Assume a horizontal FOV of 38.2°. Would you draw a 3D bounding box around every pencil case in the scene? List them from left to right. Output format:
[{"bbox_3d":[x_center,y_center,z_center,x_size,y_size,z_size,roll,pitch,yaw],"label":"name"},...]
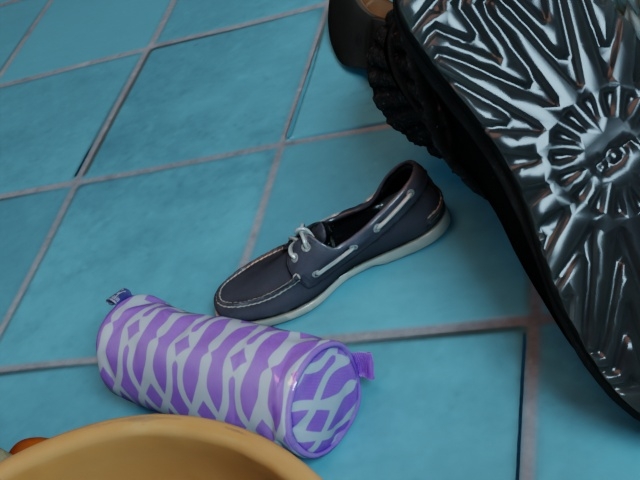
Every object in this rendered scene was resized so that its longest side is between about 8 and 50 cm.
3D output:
[{"bbox_3d":[-0.070,0.093,0.664,0.206,0.086,0.088,12,26,36],"label":"pencil case"}]

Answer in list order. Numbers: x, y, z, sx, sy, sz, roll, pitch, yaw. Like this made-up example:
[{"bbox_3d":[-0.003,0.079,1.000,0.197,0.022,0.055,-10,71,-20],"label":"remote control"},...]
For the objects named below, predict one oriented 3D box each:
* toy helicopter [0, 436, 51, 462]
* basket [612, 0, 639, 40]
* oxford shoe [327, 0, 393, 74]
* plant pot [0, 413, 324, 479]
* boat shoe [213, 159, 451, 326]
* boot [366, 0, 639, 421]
[{"bbox_3d":[-0.324,0.157,0.598,0.355,0.235,0.140,0,47,22],"label":"toy helicopter"},{"bbox_3d":[0.337,-0.252,0.604,0.328,0.331,0.266,-34,38,-7],"label":"basket"},{"bbox_3d":[0.064,-0.209,0.932,0.076,0.076,0.212,-6,32,-21],"label":"oxford shoe"},{"bbox_3d":[-0.069,0.252,0.394,0.290,0.203,0.291,-17,40,15],"label":"plant pot"},{"bbox_3d":[0.000,0.000,0.731,0.206,0.065,0.075,-26,40,3],"label":"boat shoe"},{"bbox_3d":[0.155,-0.044,0.624,0.131,0.348,0.260,-28,-2,-2],"label":"boot"}]
